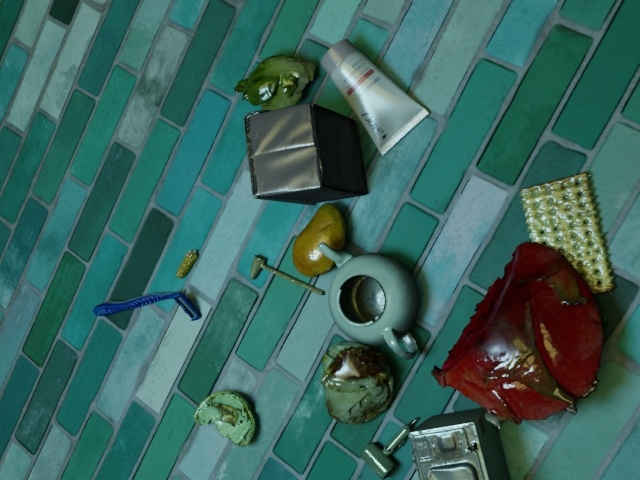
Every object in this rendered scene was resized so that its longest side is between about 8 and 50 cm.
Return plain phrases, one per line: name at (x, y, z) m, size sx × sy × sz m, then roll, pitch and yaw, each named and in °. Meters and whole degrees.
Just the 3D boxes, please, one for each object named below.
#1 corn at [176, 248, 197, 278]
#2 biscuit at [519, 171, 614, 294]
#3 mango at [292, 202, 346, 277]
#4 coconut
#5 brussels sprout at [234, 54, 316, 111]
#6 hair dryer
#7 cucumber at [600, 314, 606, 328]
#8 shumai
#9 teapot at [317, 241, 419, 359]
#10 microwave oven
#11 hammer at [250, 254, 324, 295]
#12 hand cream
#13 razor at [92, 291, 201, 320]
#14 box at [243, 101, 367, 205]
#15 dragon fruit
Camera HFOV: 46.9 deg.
corn at (-0.327, 0.057, 1.810) m, size 0.083 × 0.028 × 0.027 m, roll -56°, pitch 46°, yaw 14°
biscuit at (0.474, -0.004, 1.419) m, size 0.139 × 0.016 × 0.231 m, roll -15°, pitch 81°, yaw 26°
mango at (0.003, 0.005, 1.618) m, size 0.165 × 0.089 × 0.115 m, roll -52°, pitch 58°, yaw 12°
coconut at (-0.209, 0.410, 1.721) m, size 0.158 × 0.055 × 0.133 m, roll 35°, pitch 102°, yaw 22°
brussels sprout at (-0.102, -0.363, 1.685) m, size 0.181 × 0.101 × 0.139 m, roll -24°, pitch 58°, yaw 34°
hair dryer at (0.155, 0.424, 1.548) m, size 0.071 × 0.047 × 0.150 m, roll 43°, pitch 100°, yaw 23°
cucumber at (0.439, 0.184, 1.406) m, size 0.215 × 0.058 × 0.052 m, roll -25°, pitch 68°, yaw 22°
shumai at (0.063, 0.303, 1.542) m, size 0.184 × 0.142 × 0.184 m, roll -3°, pitch 83°, yaw 26°
teapot at (0.106, 0.123, 1.534) m, size 0.193 × 0.129 × 0.294 m, roll -41°, pitch 71°, yaw 19°
microwave oven at (0.273, 0.459, 1.405) m, size 0.145 × 0.194 × 0.240 m, roll -16°, pitch 83°, yaw 27°
hammer at (-0.079, 0.095, 1.688) m, size 0.195 × 0.028 × 0.060 m, roll 23°, pitch 104°, yaw 24°
hand cream at (0.103, -0.315, 1.592) m, size 0.133 × 0.083 × 0.248 m, roll -45°, pitch 80°, yaw 20°
razor at (-0.444, 0.160, 1.857) m, size 0.324 × 0.093 × 0.056 m, roll -6°, pitch 45°, yaw 30°
box at (-0.023, -0.174, 1.543) m, size 0.153 × 0.252 × 0.188 m, roll -10°, pitch 82°, yaw 25°
dragon fruit at (0.383, 0.177, 1.353) m, size 0.282 × 0.100 × 0.343 m, roll 32°, pitch 89°, yaw 32°
